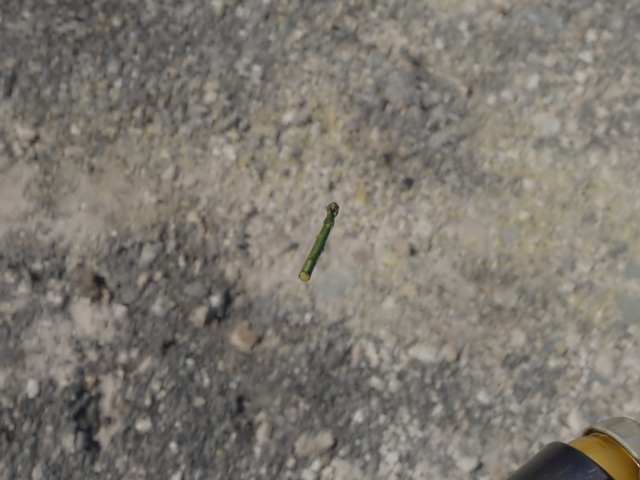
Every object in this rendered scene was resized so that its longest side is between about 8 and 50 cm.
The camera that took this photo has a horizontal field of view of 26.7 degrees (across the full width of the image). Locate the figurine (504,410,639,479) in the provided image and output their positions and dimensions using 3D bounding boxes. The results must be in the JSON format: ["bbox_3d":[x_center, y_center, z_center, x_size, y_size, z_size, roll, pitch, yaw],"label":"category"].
[{"bbox_3d":[0.279,0.252,1.324,0.308,0.308,0.143,-16,63,-30],"label":"figurine"}]

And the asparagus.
[{"bbox_3d":[0.000,0.000,1.466,0.015,0.018,0.127,3,39,17],"label":"asparagus"}]
